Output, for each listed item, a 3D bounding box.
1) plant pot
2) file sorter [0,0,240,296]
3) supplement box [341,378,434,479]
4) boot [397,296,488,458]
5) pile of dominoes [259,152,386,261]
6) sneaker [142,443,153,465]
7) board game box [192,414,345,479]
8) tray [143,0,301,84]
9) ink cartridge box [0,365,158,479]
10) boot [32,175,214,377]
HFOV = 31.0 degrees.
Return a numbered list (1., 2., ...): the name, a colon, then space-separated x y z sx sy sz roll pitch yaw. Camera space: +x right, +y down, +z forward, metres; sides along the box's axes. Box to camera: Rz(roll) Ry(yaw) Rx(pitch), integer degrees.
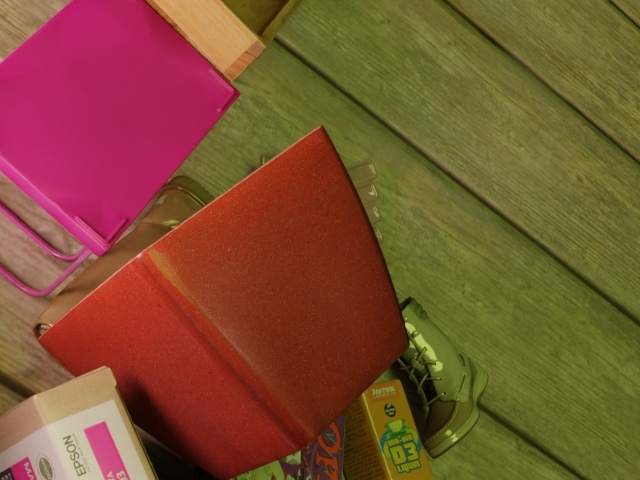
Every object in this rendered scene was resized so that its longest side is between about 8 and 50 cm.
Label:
1. plant pot: -0.074 0.085 1.161 0.267 0.267 0.235 -38 93 -39
2. file sorter: -0.272 -0.110 1.266 0.202 0.182 0.290 43 47 -11
3. supplement box: 0.086 0.292 1.413 0.078 0.080 0.233 -5 69 -43
4. boot: 0.134 0.173 1.493 0.165 0.077 0.213 49 27 -6
5. pile of dominoes: 0.000 0.000 1.541 0.196 0.040 0.251 6 73 -37
6. sneaker: -0.203 0.278 1.207 0.084 0.069 0.185 -29 89 -24
7. board game box: -0.058 0.313 1.258 0.208 0.056 0.346 42 41 -42
8. tray: -0.125 -0.348 1.476 0.203 0.076 0.411 44 22 -11
9. ink cartridge box: -0.232 0.263 1.095 0.088 0.193 0.234 -18 79 -43
10. boot: -0.163 0.082 1.326 0.236 0.089 0.269 39 50 -6
